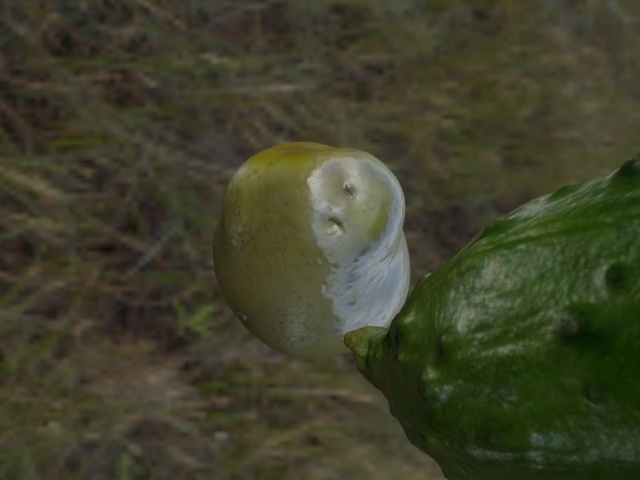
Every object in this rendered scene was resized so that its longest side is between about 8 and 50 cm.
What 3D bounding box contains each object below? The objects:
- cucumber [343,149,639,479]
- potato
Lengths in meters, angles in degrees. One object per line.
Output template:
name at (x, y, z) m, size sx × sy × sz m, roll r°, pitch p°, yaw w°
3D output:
cucumber at (0.102, 0.031, 0.582) m, size 0.134 × 0.244 × 0.134 m, roll 10°, pitch 76°, yaw -46°
potato at (0.000, 0.000, 1.300) m, size 0.194 × 0.157 × 0.157 m, roll 123°, pitch -22°, yaw -66°
